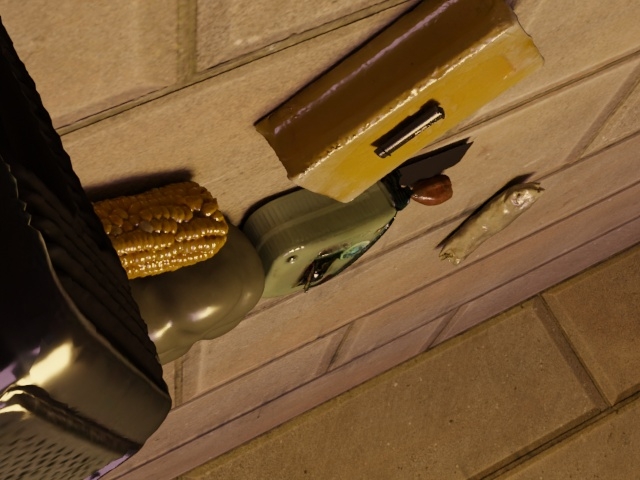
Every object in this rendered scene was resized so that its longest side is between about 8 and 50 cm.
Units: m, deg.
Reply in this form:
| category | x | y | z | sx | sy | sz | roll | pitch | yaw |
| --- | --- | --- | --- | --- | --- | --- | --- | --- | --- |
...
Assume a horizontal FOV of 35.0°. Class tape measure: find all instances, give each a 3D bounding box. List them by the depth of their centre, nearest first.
| category | x | y | z | sx | sy | sz | roll | pitch | yaw |
| --- | --- | --- | --- | --- | --- | --- | --- | --- | --- |
| tape measure | 0.000 | 0.000 | 1.486 | 0.235 | 0.115 | 0.207 | -21 | 159 | -27 |

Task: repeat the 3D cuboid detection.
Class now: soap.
| category | x | y | z | sx | sy | sz | roll | pitch | yaw |
| --- | --- | --- | --- | --- | --- | --- | --- | --- | --- |
| soap | 0.100 | -0.172 | 1.194 | 0.315 | 0.091 | 0.199 | -35 | 161 | 15 |

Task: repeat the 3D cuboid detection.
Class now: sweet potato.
| category | x | y | z | sx | sy | sz | roll | pitch | yaw |
| --- | --- | --- | --- | --- | --- | --- | --- | --- | --- |
| sweet potato | 0.173 | -0.079 | 1.654 | 0.117 | 0.049 | 0.049 | -13 | 157 | -44 |

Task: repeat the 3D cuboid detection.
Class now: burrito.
| category | x | y | z | sx | sy | sz | roll | pitch | yaw |
| --- | --- | --- | --- | --- | --- | --- | --- | --- | --- |
| burrito | 0.338 | -0.036 | 2.040 | 0.082 | 0.059 | 0.275 | -6 | 152 | -39 |

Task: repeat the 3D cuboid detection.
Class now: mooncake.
| category | x | y | z | sx | sy | sz | roll | pitch | yaw |
| --- | --- | --- | --- | --- | --- | --- | --- | --- | --- |
| mooncake | -0.200 | 0.082 | 1.363 | 0.275 | 0.135 | 0.275 | -27 | 167 | -7 |

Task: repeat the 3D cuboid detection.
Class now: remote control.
| category | x | y | z | sx | sy | sz | roll | pitch | yaw |
| --- | --- | --- | --- | --- | --- | --- | --- | --- | --- |
| remote control | 0.103 | -0.122 | 1.162 | 0.091 | 0.016 | 0.034 | -35 | 167 | 21 |

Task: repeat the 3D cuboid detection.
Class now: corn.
| category | x | y | z | sx | sy | sz | roll | pitch | yaw |
| --- | --- | --- | --- | --- | --- | --- | --- | --- | --- |
| corn | -0.238 | 0.003 | 1.117 | 0.313 | 0.102 | 0.102 | -16 | 159 | -39 |

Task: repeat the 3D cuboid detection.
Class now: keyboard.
| category | x | y | z | sx | sy | sz | roll | pitch | yaw |
| --- | --- | --- | --- | --- | --- | --- | --- | --- | --- |
| keyboard | 0.149 | -0.112 | 1.581 | 0.196 | 0.015 | 0.074 | -22 | 158 | -26 |

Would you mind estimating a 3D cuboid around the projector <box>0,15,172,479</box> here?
| category | x | y | z | sx | sy | sz | roll | pitch | yaw |
| --- | --- | --- | --- | --- | --- | --- | --- | --- | --- |
| projector | -0.322 | -0.004 | 0.439 | 0.405 | 0.395 | 0.242 | -28 | 162 | -6 |
